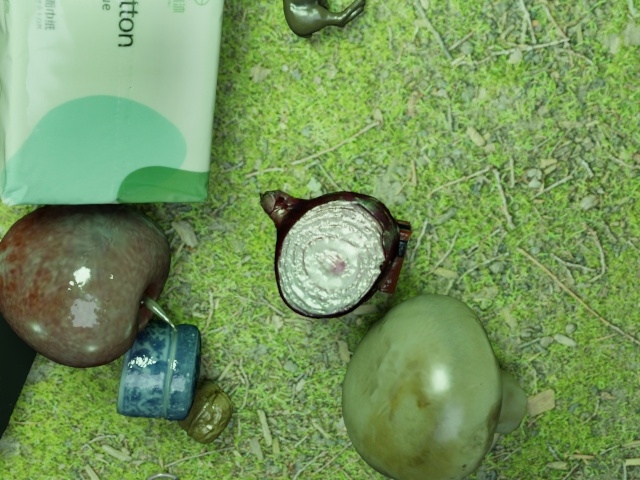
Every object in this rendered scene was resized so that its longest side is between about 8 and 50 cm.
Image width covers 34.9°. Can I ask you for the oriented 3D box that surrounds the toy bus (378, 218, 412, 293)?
[{"bbox_3d":[0.110,0.025,1.528,0.031,0.043,0.110,10,113,-9],"label":"toy bus"}]

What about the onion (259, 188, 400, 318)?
[{"bbox_3d":[0.000,0.000,1.463,0.218,0.140,0.195,38,104,7],"label":"onion"}]

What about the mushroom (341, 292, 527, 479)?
[{"bbox_3d":[0.193,0.235,1.523,0.290,0.292,0.292,16,113,-30],"label":"mushroom"}]

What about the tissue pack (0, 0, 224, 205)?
[{"bbox_3d":[-0.272,-0.228,1.279,0.266,0.194,0.356,-2,116,-23],"label":"tissue pack"}]

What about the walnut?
[{"bbox_3d":[-0.182,0.273,1.599,0.079,0.082,0.096,38,109,11],"label":"walnut"}]

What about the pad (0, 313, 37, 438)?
[{"bbox_3d":[-0.454,0.226,1.566,0.323,0.055,0.250,23,110,-14],"label":"pad"}]

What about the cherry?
[{"bbox_3d":[-0.317,0.054,1.404,0.285,0.236,0.213,26,133,13],"label":"cherry"}]

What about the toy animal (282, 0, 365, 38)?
[{"bbox_3d":[-0.036,-0.363,1.315,0.186,0.094,0.214,-6,118,2],"label":"toy animal"}]

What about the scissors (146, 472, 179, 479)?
[{"bbox_3d":[-0.321,0.419,1.682,0.176,0.022,0.085,0,117,-8],"label":"scissors"}]

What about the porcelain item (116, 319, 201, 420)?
[{"bbox_3d":[-0.238,0.193,1.519,0.114,0.147,0.147,8,113,-9],"label":"porcelain item"}]
